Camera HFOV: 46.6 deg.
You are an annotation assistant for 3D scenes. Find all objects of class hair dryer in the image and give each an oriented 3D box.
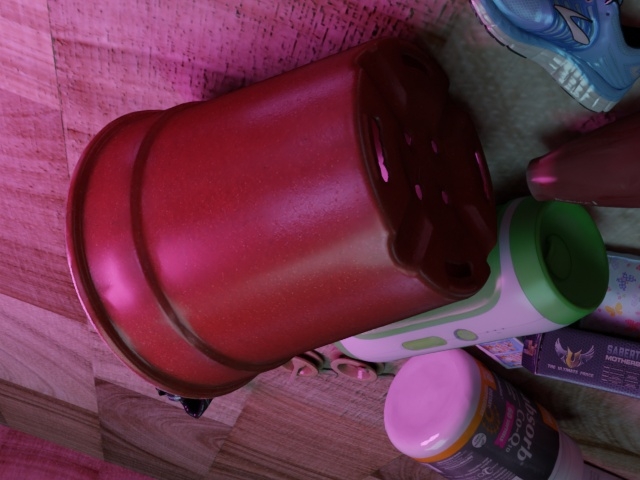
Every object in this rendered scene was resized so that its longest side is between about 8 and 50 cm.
[{"bbox_3d":[0.310,-0.028,0.581,0.293,0.080,0.224,14,150,9],"label":"hair dryer"}]

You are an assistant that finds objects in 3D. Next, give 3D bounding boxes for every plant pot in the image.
[{"bbox_3d":[-0.017,-0.023,0.614,0.265,0.273,0.272,-17,135,35],"label":"plant pot"}]

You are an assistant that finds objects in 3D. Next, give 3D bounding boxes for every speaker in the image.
[{"bbox_3d":[0.131,0.047,0.756,0.131,0.131,0.296,34,146,-25],"label":"speaker"}]

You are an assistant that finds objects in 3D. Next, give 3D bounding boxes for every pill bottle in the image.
[{"bbox_3d":[0.234,0.273,1.041,0.278,0.162,0.162,35,146,-27],"label":"pill bottle"}]

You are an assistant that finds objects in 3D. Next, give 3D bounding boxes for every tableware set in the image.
[{"bbox_3d":[0.008,0.200,1.165,0.194,0.039,0.128,-3,144,32],"label":"tableware set"}]

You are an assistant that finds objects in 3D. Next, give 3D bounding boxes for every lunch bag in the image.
[{"bbox_3d":[0.300,0.049,0.740,0.071,0.053,0.083,8,123,18],"label":"lunch bag"}]

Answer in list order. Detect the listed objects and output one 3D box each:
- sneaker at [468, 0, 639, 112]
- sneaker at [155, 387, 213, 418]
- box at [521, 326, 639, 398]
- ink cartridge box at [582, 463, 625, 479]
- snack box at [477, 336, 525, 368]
[{"bbox_3d":[0.160,-0.156,0.491,0.162,0.063,0.073,27,132,-23],"label":"sneaker"},{"bbox_3d":[-0.238,0.206,1.250,0.101,0.106,0.267,3,145,28],"label":"sneaker"},{"bbox_3d":[0.339,0.137,0.790,0.232,0.059,0.183,11,176,13],"label":"box"},{"bbox_3d":[0.502,0.522,1.374,0.384,0.091,0.308,26,150,-10],"label":"ink cartridge box"},{"bbox_3d":[0.207,0.110,0.922,0.178,0.022,0.064,36,145,-28],"label":"snack box"}]
